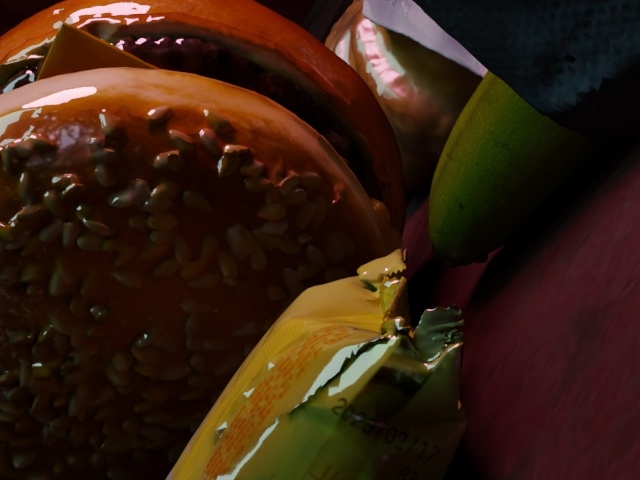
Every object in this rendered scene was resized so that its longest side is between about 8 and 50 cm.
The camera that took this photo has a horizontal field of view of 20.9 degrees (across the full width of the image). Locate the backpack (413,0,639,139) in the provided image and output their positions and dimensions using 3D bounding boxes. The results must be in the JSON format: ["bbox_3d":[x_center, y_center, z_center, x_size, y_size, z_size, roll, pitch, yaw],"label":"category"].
[{"bbox_3d":[0.163,-0.195,0.418,0.317,0.197,0.283,-43,14,46],"label":"backpack"}]

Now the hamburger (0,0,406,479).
[{"bbox_3d":[-0.092,0.017,0.902,0.291,0.291,0.225,-54,17,29],"label":"hamburger"}]

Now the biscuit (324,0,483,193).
[{"bbox_3d":[0.095,-0.176,1.171,0.326,0.107,0.326,-55,11,16],"label":"biscuit"}]

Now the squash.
[{"bbox_3d":[0.100,-0.055,0.768,0.201,0.066,0.066,-60,4,45],"label":"squash"}]

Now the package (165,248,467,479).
[{"bbox_3d":[-0.011,0.106,0.705,0.226,0.090,0.168,-59,10,9],"label":"package"}]

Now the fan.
[{"bbox_3d":[0.076,-0.107,0.953,0.057,0.023,0.282,-58,26,14],"label":"fan"}]
